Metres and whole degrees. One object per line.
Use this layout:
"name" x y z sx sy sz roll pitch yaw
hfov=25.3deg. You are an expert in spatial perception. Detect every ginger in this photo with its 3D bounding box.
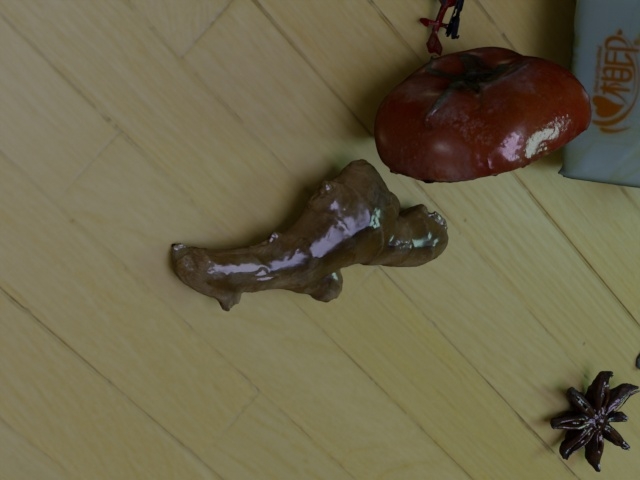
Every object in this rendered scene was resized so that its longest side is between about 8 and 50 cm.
"ginger" 0.000 0.000 1.565 0.333 0.081 0.148 -20 126 -23

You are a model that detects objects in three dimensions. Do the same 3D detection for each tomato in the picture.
"tomato" 0.172 -0.146 1.536 0.236 0.236 0.095 -21 115 -24

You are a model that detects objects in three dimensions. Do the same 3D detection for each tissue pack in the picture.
"tissue pack" 0.481 -0.188 1.605 0.162 0.388 0.287 -15 111 -61

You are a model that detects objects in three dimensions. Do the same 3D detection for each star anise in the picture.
"star anise" 0.348 0.227 1.828 0.141 0.042 0.141 -9 109 -28

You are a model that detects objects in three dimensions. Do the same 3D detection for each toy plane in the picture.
"toy plane" 0.146 -0.278 1.590 0.037 0.060 0.145 7 113 -30

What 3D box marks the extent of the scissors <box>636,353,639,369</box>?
"scissors" 0.573 0.012 1.912 0.447 0.029 0.193 -46 118 -11
